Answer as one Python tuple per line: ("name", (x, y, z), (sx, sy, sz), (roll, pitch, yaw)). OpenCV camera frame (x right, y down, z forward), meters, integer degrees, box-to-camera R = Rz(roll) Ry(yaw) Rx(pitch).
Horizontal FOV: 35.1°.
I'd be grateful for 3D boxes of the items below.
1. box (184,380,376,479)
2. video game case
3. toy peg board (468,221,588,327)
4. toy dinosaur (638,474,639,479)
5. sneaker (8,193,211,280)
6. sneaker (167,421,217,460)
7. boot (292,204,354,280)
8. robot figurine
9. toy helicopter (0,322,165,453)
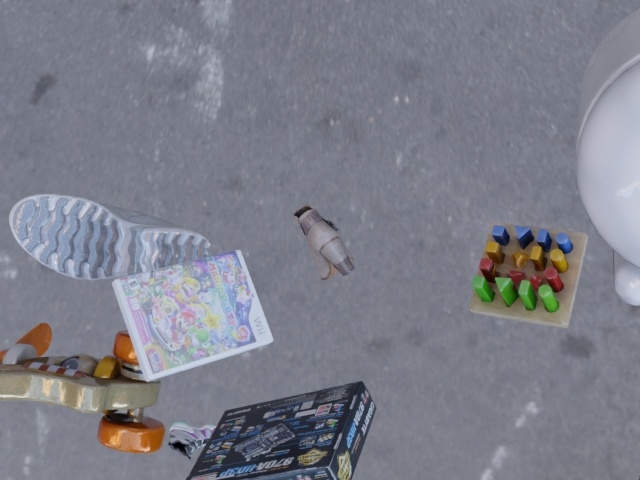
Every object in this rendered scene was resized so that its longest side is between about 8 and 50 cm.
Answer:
("box", (-0.052, 0.267, 1.292), (0.220, 0.175, 0.051), (-16, 112, 24))
("video game case", (-0.105, 0.060, 0.847), (0.122, 0.087, 0.011), (-14, 167, -36))
("toy peg board", (0.323, 0.040, 1.599), (0.161, 0.160, 0.079), (8, 159, 27))
("toy dinosaur", (0.644, 0.376, 1.723), (0.121, 0.160, 0.313), (0, 116, -49))
("sneaker", (-0.297, 0.000, 1.391), (0.281, 0.115, 0.105), (17, 94, -34))
("sneaker", (-0.206, 0.339, 1.682), (0.098, 0.069, 0.038), (4, 125, 1))
("boot", (0.000, 0.000, 1.137), (0.042, 0.118, 0.087), (-37, 96, -13))
("robot figurine", (0.320, -0.090, 0.857), (0.200, 0.353, 0.299), (16, 117, 7))
("toy helicopter", (-0.358, 0.163, 1.219), (0.355, 0.235, 0.140), (8, 93, -50))
